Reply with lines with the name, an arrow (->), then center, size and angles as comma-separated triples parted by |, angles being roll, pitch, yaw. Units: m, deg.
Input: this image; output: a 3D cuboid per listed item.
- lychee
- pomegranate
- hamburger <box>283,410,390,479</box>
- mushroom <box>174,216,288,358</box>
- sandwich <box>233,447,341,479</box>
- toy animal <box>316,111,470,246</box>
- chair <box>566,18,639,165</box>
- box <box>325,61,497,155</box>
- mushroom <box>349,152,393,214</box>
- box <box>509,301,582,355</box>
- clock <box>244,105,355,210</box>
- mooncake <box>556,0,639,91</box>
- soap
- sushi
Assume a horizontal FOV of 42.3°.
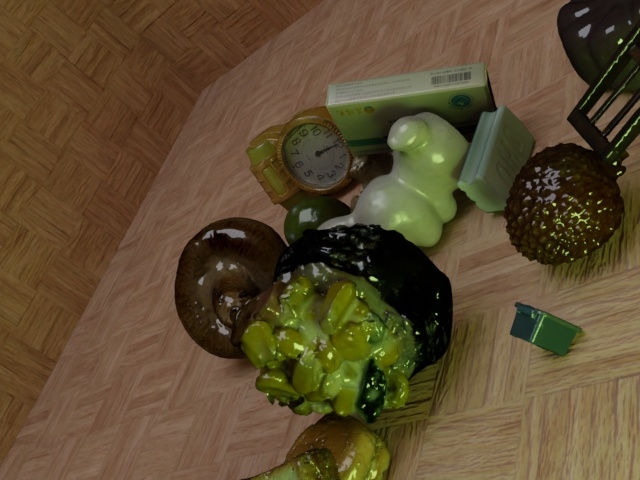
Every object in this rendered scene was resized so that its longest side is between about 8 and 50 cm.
lychee -> 0.409, -0.068, 1.369 | 0.238, 0.200, 0.200 | -45, 25, 21
pomegranate -> -0.008, -0.011, 1.976 | 0.179, 0.179, 0.210 | -16, 43, 50
hamburger -> 0.020, 0.408, 1.453 | 0.214, 0.108, 0.213 | -35, 26, 20
mushroom -> -0.218, 0.136, 1.955 | 0.356, 0.334, 0.331 | -43, -25, -54
sandwich -> -0.064, 0.488, 1.339 | 0.288, 0.100, 0.254 | -26, 76, 37
toy animal -> 0.155, -0.089, 1.721 | 0.367, 0.241, 0.196 | -53, 46, 3
chair -> 0.624, -0.280, 1.281 | 0.416, 0.241, 0.203 | -60, 20, 26
box -> 0.205, -0.280, 1.804 | 0.343, 0.200, 0.065 | -5, 61, 19
mushroom -> 0.176, -0.172, 1.945 | 0.151, 0.156, 0.285 | 3, 66, 46
box -> 0.347, 0.140, 1.294 | 0.074, 0.099, 0.054 | 23, 90, 63
clock -> -0.026, -0.236, 2.247 | 0.317, 0.244, 0.200 | -26, 19, 35
mooncake -> 0.600, -0.434, 1.599 | 0.306, 0.154, 0.306 | -35, 31, 24
soap -> 0.353, -0.158, 1.655 | 0.066, 0.119, 0.198 | -18, 40, 48
sushi -> 0.046, 0.166, 1.441 | 0.329, 0.328, 0.285 | 6, 33, 18
